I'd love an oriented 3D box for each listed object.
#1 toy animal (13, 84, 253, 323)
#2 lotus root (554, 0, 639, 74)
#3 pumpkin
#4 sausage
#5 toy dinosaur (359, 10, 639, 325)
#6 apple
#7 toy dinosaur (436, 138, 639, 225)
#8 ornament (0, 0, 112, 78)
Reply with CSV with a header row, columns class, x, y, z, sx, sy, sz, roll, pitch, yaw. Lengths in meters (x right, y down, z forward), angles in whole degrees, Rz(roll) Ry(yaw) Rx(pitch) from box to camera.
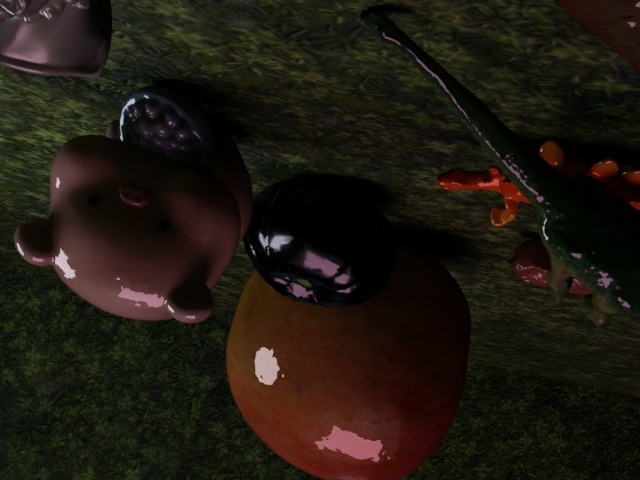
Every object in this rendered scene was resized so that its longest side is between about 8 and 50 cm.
class,x,y,z,sx,sy,sz,roll,pitch,yaw
toy animal,-0.176,-0.030,1.220,0.210,0.229,0.221,16,172,5
lotus root,0.295,-0.128,0.548,0.375,0.111,0.390,12,169,5
pumpkin,0.000,0.000,1.447,0.202,0.140,0.202,19,158,8
sausage,0.320,0.036,1.503,0.169,0.065,0.065,13,169,-6
toy dinosaur,0.230,-0.014,0.923,0.447,0.087,0.301,33,167,18
apple,0.034,0.155,1.664,0.364,0.364,0.364,11,170,2
toy dinosaur,0.255,-0.051,1.113,0.288,0.070,0.117,5,169,4
ornament,-0.186,-0.175,0.759,0.130,0.120,0.285,10,171,-5
